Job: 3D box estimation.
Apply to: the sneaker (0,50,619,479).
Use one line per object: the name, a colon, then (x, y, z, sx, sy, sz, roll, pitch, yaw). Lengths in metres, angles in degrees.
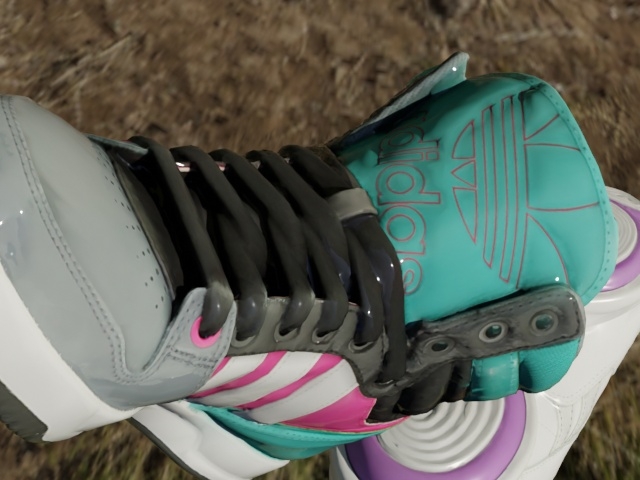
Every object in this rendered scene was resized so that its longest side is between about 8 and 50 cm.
sneaker: (0.000, 0.000, 0.508, 0.178, 0.295, 0.123, -24, 71, 9)

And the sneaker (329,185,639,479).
sneaker: (0.083, 0.073, 0.821, 0.114, 0.305, 0.152, 27, 133, 19)
